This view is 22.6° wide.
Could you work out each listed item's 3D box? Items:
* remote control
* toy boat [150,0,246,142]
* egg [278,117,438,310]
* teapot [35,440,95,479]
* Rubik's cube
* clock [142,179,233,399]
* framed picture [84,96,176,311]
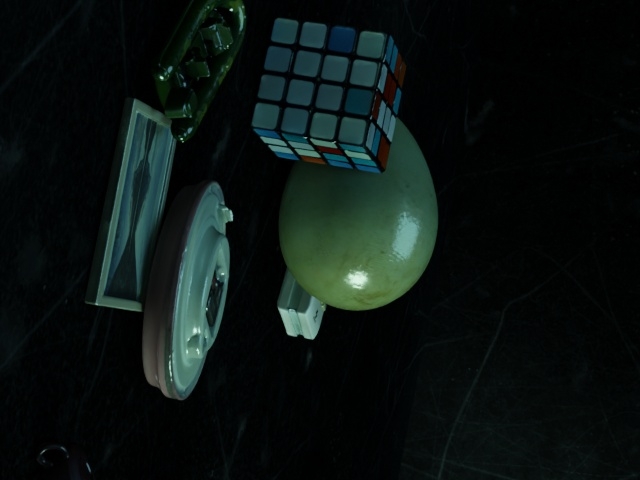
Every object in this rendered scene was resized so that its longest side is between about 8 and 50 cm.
[{"bbox_3d":[0.000,0.000,2.374,0.103,0.056,0.277,75,28,-64],"label":"remote control"},{"bbox_3d":[-0.124,-0.191,1.645,0.210,0.052,0.104,-66,147,-47],"label":"toy boat"},{"bbox_3d":[0.053,-0.049,2.205,0.218,0.219,0.295,66,26,-69],"label":"egg"},{"bbox_3d":[-0.238,0.222,1.484,0.067,0.045,0.100,-102,171,-51],"label":"teapot"},{"bbox_3d":[0.012,-0.185,2.050,0.151,0.154,0.155,39,61,-75],"label":"Rubik's cube"},{"bbox_3d":[-0.137,0.053,1.742,0.244,0.056,0.244,10,90,-83],"label":"clock"},{"bbox_3d":[-0.184,-0.032,1.592,0.150,0.015,0.203,27,73,-77],"label":"framed picture"}]
